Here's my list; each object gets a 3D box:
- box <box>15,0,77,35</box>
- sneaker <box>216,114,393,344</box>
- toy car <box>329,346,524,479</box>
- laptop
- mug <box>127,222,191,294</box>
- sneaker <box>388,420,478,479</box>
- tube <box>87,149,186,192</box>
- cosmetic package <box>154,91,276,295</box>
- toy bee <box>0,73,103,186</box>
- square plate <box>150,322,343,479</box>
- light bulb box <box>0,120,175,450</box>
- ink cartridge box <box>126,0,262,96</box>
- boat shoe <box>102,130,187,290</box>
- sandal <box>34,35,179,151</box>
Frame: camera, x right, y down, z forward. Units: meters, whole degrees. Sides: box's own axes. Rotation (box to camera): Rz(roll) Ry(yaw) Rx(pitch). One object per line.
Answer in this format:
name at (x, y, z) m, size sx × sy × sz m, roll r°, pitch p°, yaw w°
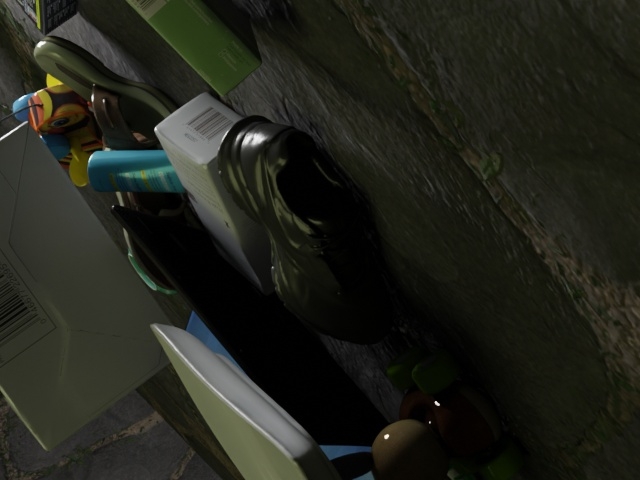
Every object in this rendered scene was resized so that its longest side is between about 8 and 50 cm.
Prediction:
box at (-0.391, -0.397, 1.612) m, size 0.216 × 0.060 × 0.270 m, roll 50°, pitch 164°, yaw 2°
sneaker at (0.000, 0.000, 1.344) m, size 0.130 × 0.109 × 0.286 m, roll 9°, pitch 137°, yaw 58°
toy car at (0.098, 0.235, 1.421) m, size 0.155 × 0.188 × 0.149 m, roll 54°, pitch 164°, yaw -9°
laptop at (-0.112, 0.193, 1.635) m, size 0.382 × 0.236 × 0.408 m, roll 47°, pitch -168°, yaw 24°
mug at (-0.256, 0.012, 2.064) m, size 0.158 × 0.097 × 0.129 m, roll 53°, pitch 164°, yaw -8°
sneaker at (0.158, 0.368, 1.629) m, size 0.343 × 0.146 × 0.134 m, roll 46°, pitch 163°, yaw 23°
tube at (-0.192, -0.088, 1.629) m, size 0.207 × 0.052 × 0.080 m, roll 1°, pitch 144°, yaw 20°
cosmetic package at (-0.099, -0.052, 1.524) m, size 0.117 × 0.085 × 0.231 m, roll 37°, pitch 158°, yaw 43°
toy bee at (-0.387, -0.177, 1.951) m, size 0.298 × 0.162 × 0.195 m, roll -45°, pitch -66°, yaw -75°
square plate at (-0.033, 0.267, 1.427) m, size 0.347 × 0.049 × 0.344 m, roll 34°, pitch 156°, yaw 53°
light bulb box at (-0.392, 0.065, 1.742) m, size 0.358 × 0.225 × 0.361 m, roll 56°, pitch 165°, yaw -6°
ink cartridge box at (-0.141, -0.246, 1.201) m, size 0.171 × 0.056 × 0.235 m, roll 44°, pitch -166°, yaw -27°
boat shoe at (-0.240, -0.038, 1.893) m, size 0.095 × 0.095 × 0.257 m, roll 4°, pitch 124°, yaw 49°
sandal at (-0.272, -0.164, 1.706) m, size 0.303 × 0.086 × 0.120 m, roll 31°, pitch 157°, yaw 21°
